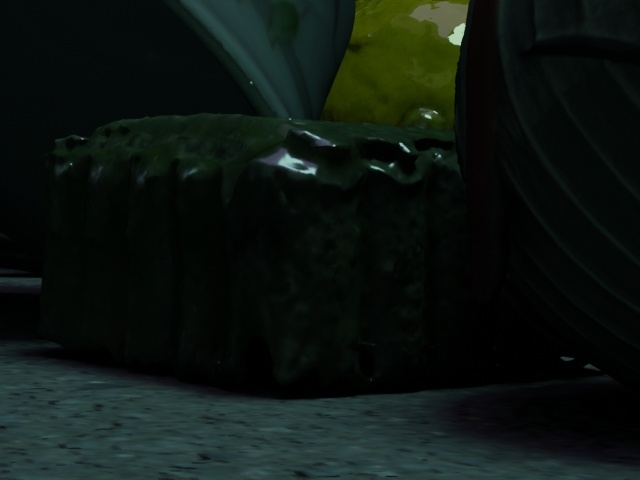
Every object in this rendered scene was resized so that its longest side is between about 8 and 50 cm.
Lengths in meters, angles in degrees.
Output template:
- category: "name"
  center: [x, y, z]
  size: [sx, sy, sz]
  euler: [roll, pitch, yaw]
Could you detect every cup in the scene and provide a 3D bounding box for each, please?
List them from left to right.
- category: "cup"
  center: [-0.119, -0.135, 0.896]
  size: [0.347, 0.163, 0.347]
  euler: [25, -26, 13]

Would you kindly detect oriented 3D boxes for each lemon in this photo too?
- category: "lemon"
  center: [0.103, -0.096, 1.378]
  size: [0.233, 0.234, 0.288]
  euler: [2, 14, 13]

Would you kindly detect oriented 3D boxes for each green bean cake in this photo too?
- category: "green bean cake"
  center: [0.000, 0.000, 0.689]
  size: [0.173, 0.094, 0.181]
  euler: [0, 3, -36]

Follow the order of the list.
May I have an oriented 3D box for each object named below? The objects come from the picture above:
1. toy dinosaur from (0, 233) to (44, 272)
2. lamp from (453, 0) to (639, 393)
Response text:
- category: "toy dinosaur"
  center: [-0.177, 0.017, 1.139]
  size: [0.187, 0.087, 0.179]
  euler: [-17, 48, -27]
- category: "lamp"
  center: [0.161, -0.057, 0.567]
  size: [0.233, 0.265, 0.233]
  euler: [26, -29, 16]
